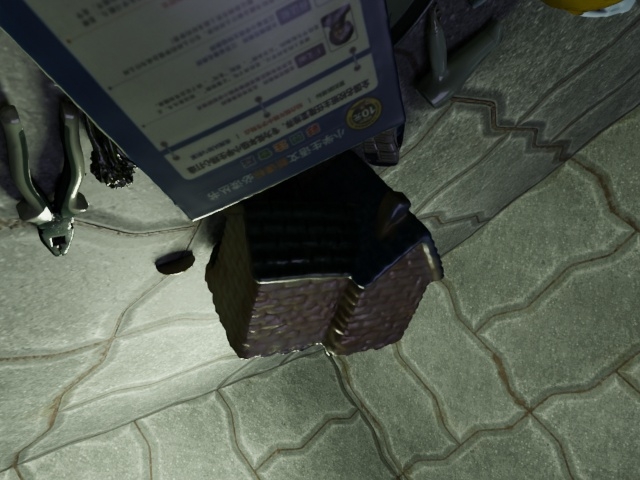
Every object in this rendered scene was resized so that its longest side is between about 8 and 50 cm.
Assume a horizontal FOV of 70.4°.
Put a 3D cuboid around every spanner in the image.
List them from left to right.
[{"bbox_3d":[-0.396,-0.072,0.670,0.096,0.040,0.324,-16,153,-34],"label":"spanner"}]

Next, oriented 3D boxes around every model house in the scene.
[{"bbox_3d":[0.000,0.000,1.024,0.446,0.395,0.399,-4,135,-28],"label":"model house"}]

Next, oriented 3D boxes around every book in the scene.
[{"bbox_3d":[-0.089,-0.194,0.390,0.300,0.039,0.428,-24,147,3],"label":"book"}]

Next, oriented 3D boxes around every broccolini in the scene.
[{"bbox_3d":[-0.278,-0.149,0.595,0.068,0.091,0.202,10,145,-11],"label":"broccolini"}]

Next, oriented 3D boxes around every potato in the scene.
[{"bbox_3d":[-0.340,0.068,1.077,0.093,0.037,0.036,-20,161,-30],"label":"potato"}]

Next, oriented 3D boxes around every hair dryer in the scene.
[{"bbox_3d":[0.258,-0.389,0.876,0.206,0.075,0.237,-43,150,10],"label":"hair dryer"}]

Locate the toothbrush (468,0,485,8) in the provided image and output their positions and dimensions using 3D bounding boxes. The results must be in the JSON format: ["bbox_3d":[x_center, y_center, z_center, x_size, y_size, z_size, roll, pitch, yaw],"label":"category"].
[{"bbox_3d":[0.366,-0.491,0.832,0.220,0.019,0.016,-33,162,1],"label":"toothbrush"}]

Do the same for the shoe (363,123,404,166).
[{"bbox_3d":[0.128,-0.252,0.946,0.092,0.106,0.207,6,146,19],"label":"shoe"}]

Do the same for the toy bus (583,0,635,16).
[{"bbox_3d":[0.589,-0.572,0.849,0.136,0.108,0.329,-21,159,-1],"label":"toy bus"}]

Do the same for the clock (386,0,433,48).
[{"bbox_3d":[0.070,-0.349,0.573,0.319,0.066,0.319,-41,165,-13],"label":"clock"}]

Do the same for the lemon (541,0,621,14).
[{"bbox_3d":[0.406,-0.467,0.646,0.236,0.235,0.263,-20,163,-30],"label":"lemon"}]
